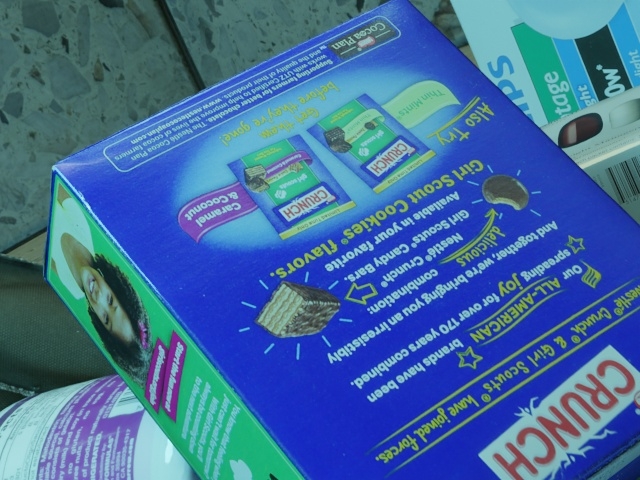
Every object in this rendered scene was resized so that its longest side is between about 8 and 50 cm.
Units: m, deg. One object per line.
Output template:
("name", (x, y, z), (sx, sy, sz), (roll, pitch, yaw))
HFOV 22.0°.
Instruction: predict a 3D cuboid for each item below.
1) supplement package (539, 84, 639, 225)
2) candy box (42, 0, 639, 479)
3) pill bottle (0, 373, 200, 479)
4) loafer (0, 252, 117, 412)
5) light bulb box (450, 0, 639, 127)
("supplement package", (0.255, -0.027, 1.255), (0.194, 0.149, 0.203), (-23, 11, 13))
("candy box", (0.039, 0.042, 0.944), (0.268, 0.317, 0.122), (-29, -28, -27))
("pill bottle", (-0.134, 0.174, 1.092), (0.301, 0.169, 0.169), (-17, 13, 41))
("loafer", (-0.168, 0.072, 1.228), (0.130, 0.366, 0.134), (-41, 42, 41))
("light bulb box", (0.343, -0.266, 1.684), (0.361, 0.358, 0.225), (-19, 10, 36))
